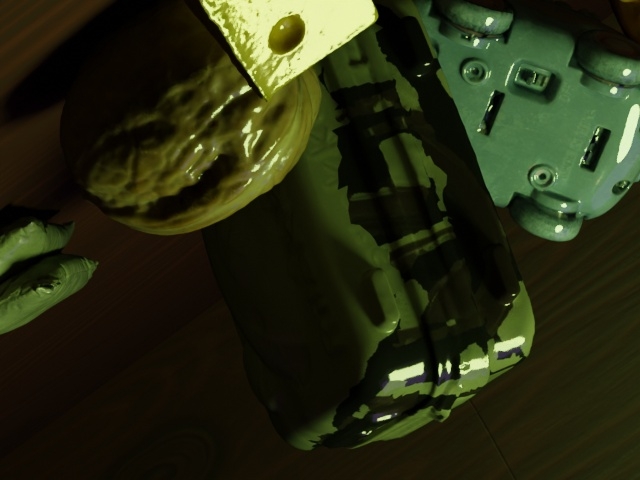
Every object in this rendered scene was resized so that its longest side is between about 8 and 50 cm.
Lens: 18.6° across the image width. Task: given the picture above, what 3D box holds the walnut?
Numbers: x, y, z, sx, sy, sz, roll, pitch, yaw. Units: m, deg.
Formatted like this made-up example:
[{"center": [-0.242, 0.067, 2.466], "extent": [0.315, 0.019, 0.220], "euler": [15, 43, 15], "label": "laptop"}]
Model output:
[{"center": [-0.092, -0.082, 1.311], "extent": [0.184, 0.155, 0.155], "euler": [-34, 176, 20], "label": "walnut"}]

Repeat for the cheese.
[{"center": [-0.050, -0.182, 1.136], "extent": [0.093, 0.126, 0.171], "euler": [-37, 155, -1], "label": "cheese"}]

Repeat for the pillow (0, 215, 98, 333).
[{"center": [-0.268, 0.035, 1.673], "extent": [0.134, 0.078, 0.181], "euler": [-33, 178, 6], "label": "pillow"}]

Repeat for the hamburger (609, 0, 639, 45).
[{"center": [0.441, -0.265, 1.839], "extent": [0.277, 0.395, 0.396], "euler": [-34, 175, -16], "label": "hamburger"}]

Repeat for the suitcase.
[{"center": [0.000, 0.000, 1.573], "extent": [0.194, 0.351, 0.339], "euler": [-15, 169, -22], "label": "suitcase"}]

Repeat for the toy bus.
[{"center": [0.180, -0.151, 1.861], "extent": [0.232, 0.294, 0.197], "euler": [-77, -175, -64], "label": "toy bus"}]
